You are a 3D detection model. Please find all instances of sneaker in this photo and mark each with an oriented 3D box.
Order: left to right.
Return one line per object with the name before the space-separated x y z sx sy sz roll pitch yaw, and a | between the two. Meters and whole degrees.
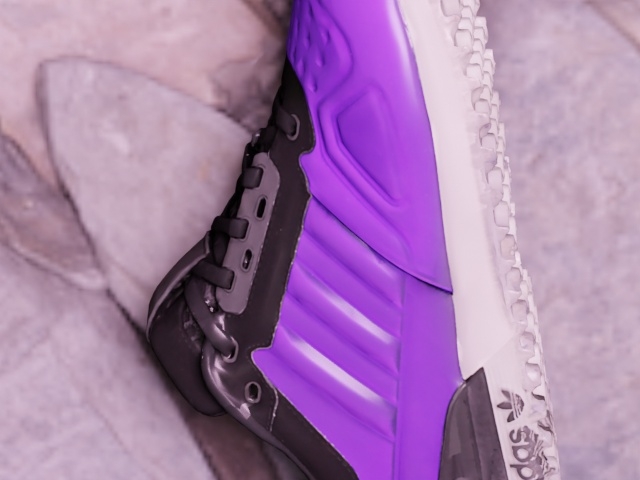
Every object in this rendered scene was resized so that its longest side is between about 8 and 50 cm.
sneaker | 0.000 0.001 0.704 0.146 0.102 0.293 -10 106 9
